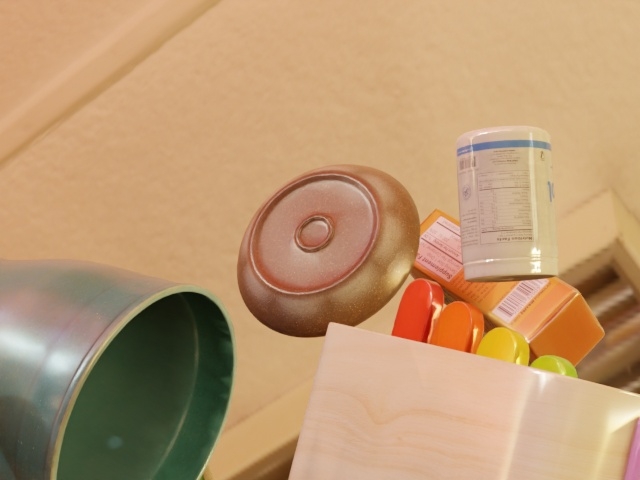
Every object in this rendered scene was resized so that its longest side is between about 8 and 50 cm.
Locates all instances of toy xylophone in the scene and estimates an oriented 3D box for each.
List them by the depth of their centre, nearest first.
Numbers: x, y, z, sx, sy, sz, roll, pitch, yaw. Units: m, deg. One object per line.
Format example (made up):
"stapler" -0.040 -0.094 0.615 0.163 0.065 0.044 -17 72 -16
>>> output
"toy xylophone" 0.071 0.155 0.833 0.081 0.323 0.236 17 -87 -31

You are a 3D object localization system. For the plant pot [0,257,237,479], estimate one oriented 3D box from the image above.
"plant pot" -0.263 0.133 1.291 0.255 0.272 0.271 20 -62 27

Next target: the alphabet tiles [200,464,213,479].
"alphabet tiles" -0.225 0.323 1.463 0.237 0.009 0.198 -18 -60 -7

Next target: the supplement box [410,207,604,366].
"supplement box" 0.179 0.051 1.356 0.080 0.233 0.078 -44 -52 -6

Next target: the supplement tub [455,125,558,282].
"supplement tub" 0.135 -0.025 0.955 0.071 0.071 0.107 -4 -95 10

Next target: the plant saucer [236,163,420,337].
"plant saucer" 0.000 0.000 1.309 0.199 0.198 0.036 -17 -36 15
